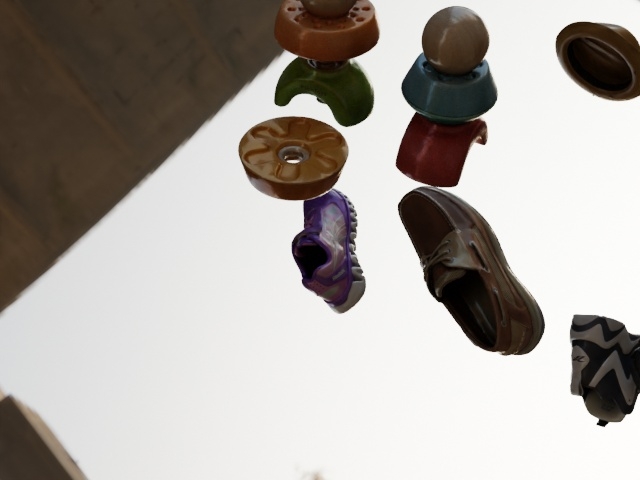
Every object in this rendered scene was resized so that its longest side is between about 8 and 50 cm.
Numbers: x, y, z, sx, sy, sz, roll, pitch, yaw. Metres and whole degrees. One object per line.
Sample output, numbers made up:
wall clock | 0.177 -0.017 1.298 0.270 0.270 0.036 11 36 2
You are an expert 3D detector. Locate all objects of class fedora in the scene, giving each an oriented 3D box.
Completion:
fedora | 0.539 -0.351 2.116 0.079 0.194 0.194 -52 -29 -27

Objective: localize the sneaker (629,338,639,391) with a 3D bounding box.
sneaker | 0.494 0.107 1.593 0.105 0.295 0.147 11 -30 -17

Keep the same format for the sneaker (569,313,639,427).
sneaker | 0.454 0.211 1.678 0.235 0.094 0.153 23 -103 -37

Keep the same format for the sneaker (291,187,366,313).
sneaker | 0.000 0.000 1.789 0.105 0.236 0.095 22 -48 -35

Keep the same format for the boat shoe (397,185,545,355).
boat shoe | 0.218 0.042 1.748 0.116 0.324 0.123 -7 -39 -46

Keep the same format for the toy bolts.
toy bolts | 0.043 -0.145 1.019 0.218 0.229 0.158 -58 -21 -44
